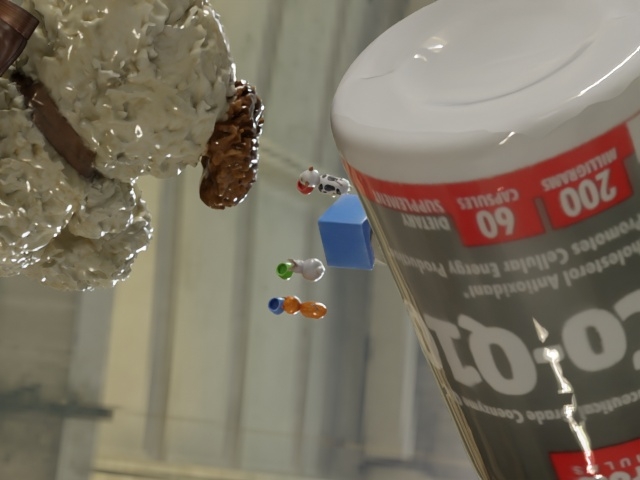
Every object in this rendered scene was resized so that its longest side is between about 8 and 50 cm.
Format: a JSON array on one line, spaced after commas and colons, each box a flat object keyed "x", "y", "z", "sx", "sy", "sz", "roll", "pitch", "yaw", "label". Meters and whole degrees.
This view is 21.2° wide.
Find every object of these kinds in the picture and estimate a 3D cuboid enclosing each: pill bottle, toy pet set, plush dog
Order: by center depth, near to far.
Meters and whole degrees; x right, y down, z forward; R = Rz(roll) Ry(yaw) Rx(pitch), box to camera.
[{"x": 0.125, "y": 0.031, "z": 0.787, "sx": 0.283, "sy": 0.161, "sz": 0.161, "roll": 66, "pitch": -146, "yaw": -28, "label": "pill bottle"}, {"x": -0.158, "y": -0.083, "z": 1.019, "sx": 0.262, "sy": 0.225, "sz": 0.210, "roll": 53, "pitch": -163, "yaw": -15, "label": "plush dog"}, {"x": 0.000, "y": 0.000, "z": 1.403, "sx": 0.065, "sy": 0.114, "sz": 0.122, "roll": 26, "pitch": -107, "yaw": -55, "label": "toy pet set"}]

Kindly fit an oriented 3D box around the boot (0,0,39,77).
[{"x": -0.225, "y": -0.097, "z": 0.945, "sx": 0.114, "sy": 0.106, "sz": 0.037, "roll": -59, "pitch": -21, "yaw": -5, "label": "boot"}]
